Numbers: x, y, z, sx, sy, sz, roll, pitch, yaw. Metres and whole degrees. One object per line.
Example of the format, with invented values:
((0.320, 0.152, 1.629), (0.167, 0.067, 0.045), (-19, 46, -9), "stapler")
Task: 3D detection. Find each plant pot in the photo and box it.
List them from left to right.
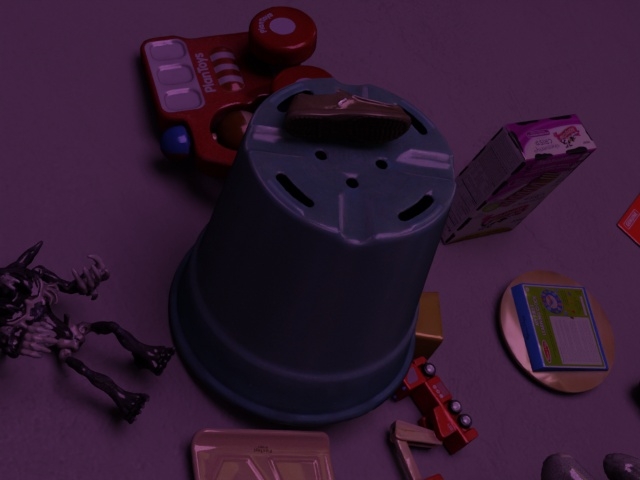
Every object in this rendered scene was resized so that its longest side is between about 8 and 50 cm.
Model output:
((0.000, 0.000, 1.493), (0.341, 0.334, 0.341), (8, 50, -10), "plant pot")
((0.118, 0.121, 1.699), (0.083, 0.081, 0.081), (9, 54, -16), "plant pot")

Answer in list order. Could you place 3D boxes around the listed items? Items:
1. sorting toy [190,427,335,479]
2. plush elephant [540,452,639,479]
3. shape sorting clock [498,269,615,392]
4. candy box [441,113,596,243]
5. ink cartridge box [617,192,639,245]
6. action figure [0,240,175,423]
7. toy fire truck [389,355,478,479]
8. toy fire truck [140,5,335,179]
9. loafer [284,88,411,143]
((-0.062, 0.336, 1.468), (0.193, 0.038, 0.208), (6, 60, -28), "sorting toy")
((0.425, 0.398, 1.593), (0.330, 0.255, 0.272), (3, 96, 8), "plush elephant")
((0.366, 0.140, 1.858), (0.206, 0.040, 0.206), (15, 56, -23), "shape sorting clock")
((0.291, -0.092, 1.847), (0.159, 0.233, 0.071), (-12, 65, -35), "candy box")
((0.686, -0.025, 2.160), (0.239, 0.060, 0.275), (45, 47, 2), "ink cartridge box")
((-0.307, 0.093, 1.421), (0.275, 0.141, 0.164), (34, 59, -8), "action figure")
((0.140, 0.262, 1.632), (0.135, 0.047, 0.192), (-23, 72, -39), "toy fire truck")
((-0.116, -0.191, 1.726), (0.254, 0.169, 0.302), (-10, 53, -12), "toy fire truck")
((0.031, -0.145, 1.362), (0.148, 0.056, 0.050), (3, 58, -15), "loafer")
